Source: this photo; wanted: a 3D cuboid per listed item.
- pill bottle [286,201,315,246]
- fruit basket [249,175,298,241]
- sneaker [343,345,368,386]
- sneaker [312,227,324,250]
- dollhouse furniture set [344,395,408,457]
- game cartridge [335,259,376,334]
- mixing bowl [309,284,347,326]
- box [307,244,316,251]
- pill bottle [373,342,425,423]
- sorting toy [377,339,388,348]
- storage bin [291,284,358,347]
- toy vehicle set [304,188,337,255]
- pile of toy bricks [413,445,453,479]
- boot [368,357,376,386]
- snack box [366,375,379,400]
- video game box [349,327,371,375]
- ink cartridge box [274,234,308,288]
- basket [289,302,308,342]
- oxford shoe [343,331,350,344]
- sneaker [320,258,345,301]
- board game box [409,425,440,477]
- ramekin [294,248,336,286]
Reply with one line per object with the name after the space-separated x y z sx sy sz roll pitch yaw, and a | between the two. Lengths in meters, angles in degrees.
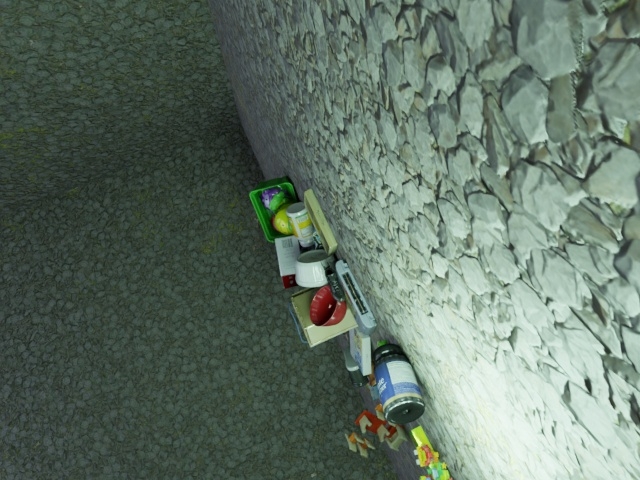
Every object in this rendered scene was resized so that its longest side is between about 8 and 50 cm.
-0.088 -0.076 2.076 0.117 0.118 0.208 -125 14 -58 | pill bottle
-0.211 -0.139 2.314 0.392 0.283 0.392 -12 -90 -83 | fruit basket
0.187 0.650 2.159 0.296 0.105 0.147 -66 -39 -77 | sneaker
0.000 0.000 1.978 0.073 0.063 0.162 -95 -3 -47 | sneaker
0.278 0.883 1.972 0.259 0.262 0.135 36 -172 -23 | dollhouse furniture set
0.137 0.238 1.697 0.196 0.060 0.294 74 170 -68 | game cartridge
0.048 0.292 1.774 0.098 0.181 0.181 27 -165 -30 | mixing bowl
0.027 0.186 2.213 0.307 0.076 0.242 74 169 -45 | box
0.231 0.431 1.274 0.219 0.123 0.123 -102 -5 -53 | pill bottle
0.267 0.489 1.568 0.347 0.047 0.196 78 171 -54 | sorting toy
0.020 0.321 1.958 0.260 0.262 0.123 -123 13 -53 | storage bin
-0.002 -0.073 1.789 0.166 0.035 0.267 99 147 -76 | toy vehicle set
0.408 0.812 1.417 0.105 0.118 0.212 128 140 -50 | pile of toy bricks
0.248 0.624 2.018 0.197 0.073 0.152 99 151 -71 | boot
0.259 0.734 2.264 0.207 0.070 0.174 -119 8 -47 | snack box
0.187 0.501 1.982 0.187 0.048 0.205 -125 28 -66 | video game box
-0.122 0.116 2.288 0.309 0.130 0.272 5 -104 -77 | ink cartridge box
-0.020 0.456 2.528 0.201 0.289 0.254 114 136 -73 | basket
0.153 0.452 2.116 0.227 0.083 0.096 65 168 5 | oxford shoe
0.049 0.163 1.691 0.089 0.051 0.170 69 178 -54 | sneaker
0.401 0.800 1.564 0.092 0.043 0.181 80 164 -59 | board game box
-0.021 0.120 1.895 0.207 0.207 0.109 -133 31 -69 | ramekin
